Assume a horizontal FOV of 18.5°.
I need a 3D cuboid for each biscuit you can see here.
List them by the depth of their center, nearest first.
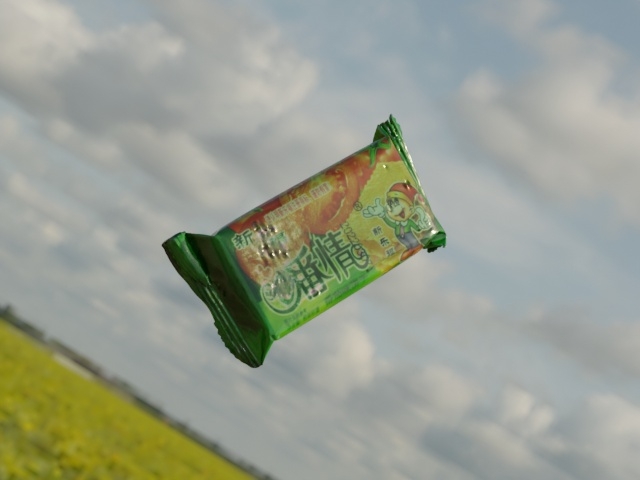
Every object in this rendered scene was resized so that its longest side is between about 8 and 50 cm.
[{"bbox_3d":[0.000,0.000,0.593,0.046,0.089,0.016,60,-29,0],"label":"biscuit"}]
